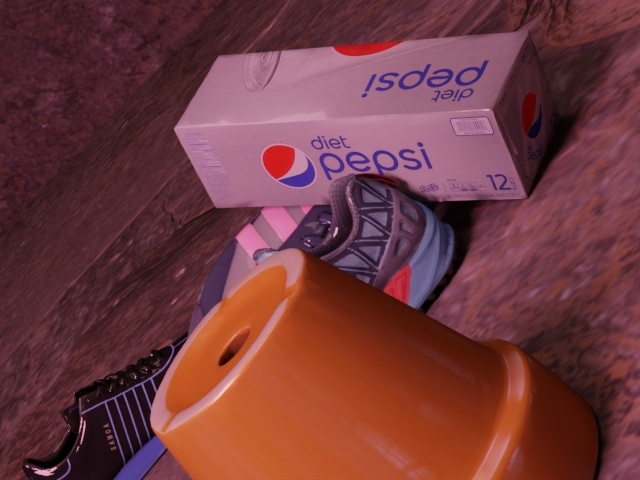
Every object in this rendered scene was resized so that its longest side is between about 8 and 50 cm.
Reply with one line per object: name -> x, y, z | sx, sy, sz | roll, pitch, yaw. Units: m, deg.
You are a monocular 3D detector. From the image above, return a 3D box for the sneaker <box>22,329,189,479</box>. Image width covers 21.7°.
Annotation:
sneaker -> -0.173, 0.149, 1.523 | 0.232, 0.090, 0.081 | -52, 16, -9

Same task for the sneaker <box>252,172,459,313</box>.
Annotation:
sneaker -> -0.016, 0.061, 1.243 | 0.262, 0.125, 0.104 | -54, 16, -18

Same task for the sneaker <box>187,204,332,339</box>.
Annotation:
sneaker -> 0.000, 0.000, 1.368 | 0.131, 0.112, 0.319 | -32, 24, 53

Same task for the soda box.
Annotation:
soda box -> 0.034, -0.092, 1.308 | 0.286, 0.091, 0.098 | 0, 44, 32

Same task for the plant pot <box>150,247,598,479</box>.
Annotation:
plant pot -> 0.017, 0.110, 0.931 | 0.205, 0.188, 0.205 | -44, 17, 17

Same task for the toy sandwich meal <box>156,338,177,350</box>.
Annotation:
toy sandwich meal -> -0.155, 0.132, 1.634 | 0.085, 0.029, 0.085 | -49, 12, 14
